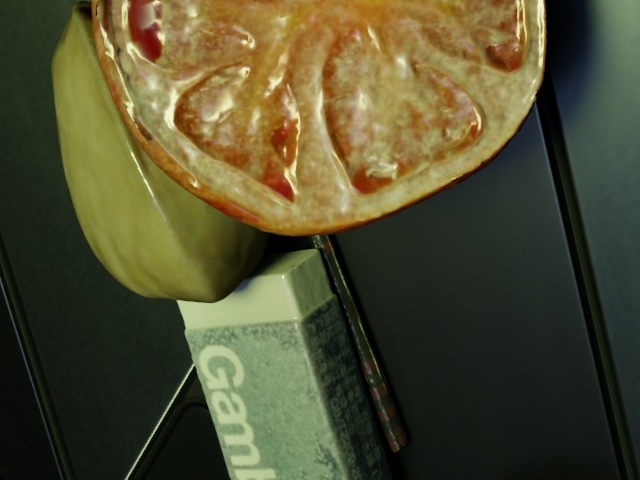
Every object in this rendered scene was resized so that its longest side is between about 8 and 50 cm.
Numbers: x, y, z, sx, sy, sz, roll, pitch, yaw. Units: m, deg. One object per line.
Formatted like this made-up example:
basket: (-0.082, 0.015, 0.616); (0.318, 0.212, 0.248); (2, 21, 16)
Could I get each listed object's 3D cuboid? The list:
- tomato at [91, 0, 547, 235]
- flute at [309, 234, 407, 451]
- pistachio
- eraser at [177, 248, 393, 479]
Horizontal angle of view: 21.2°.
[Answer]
tomato: (0.002, -0.122, 0.878); (0.237, 0.095, 0.236); (-1, 97, -5)
flute: (0.000, 0.000, 0.993); (0.014, 0.014, 0.269); (-15, 102, 27)
pistachio: (-0.094, -0.051, 0.954); (0.108, 0.126, 0.185); (-23, 89, 9)
eraser: (-0.015, 0.114, 1.015); (0.092, 0.046, 0.212); (-8, 106, 36)
